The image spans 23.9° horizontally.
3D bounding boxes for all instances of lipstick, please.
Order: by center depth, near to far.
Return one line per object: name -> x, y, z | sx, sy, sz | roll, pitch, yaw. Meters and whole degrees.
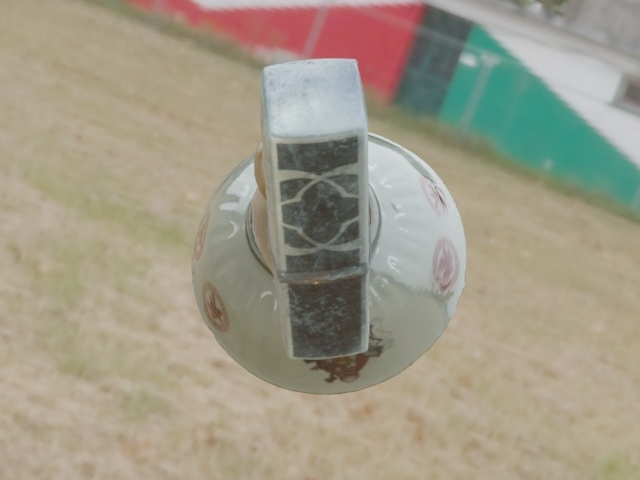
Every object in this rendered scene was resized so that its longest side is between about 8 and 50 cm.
lipstick -> -0.002, -0.017, 1.116 | 0.077, 0.289, 0.076 | -5, 54, -1

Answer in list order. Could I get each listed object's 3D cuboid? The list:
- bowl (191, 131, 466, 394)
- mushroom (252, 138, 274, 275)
bowl -> 0.000, 0.000, 1.748 | 0.337, 0.337, 0.157 | 22, -13, 14
mushroom -> -0.015, -0.024, 1.394 | 0.097, 0.212, 0.088 | -16, 50, -7
